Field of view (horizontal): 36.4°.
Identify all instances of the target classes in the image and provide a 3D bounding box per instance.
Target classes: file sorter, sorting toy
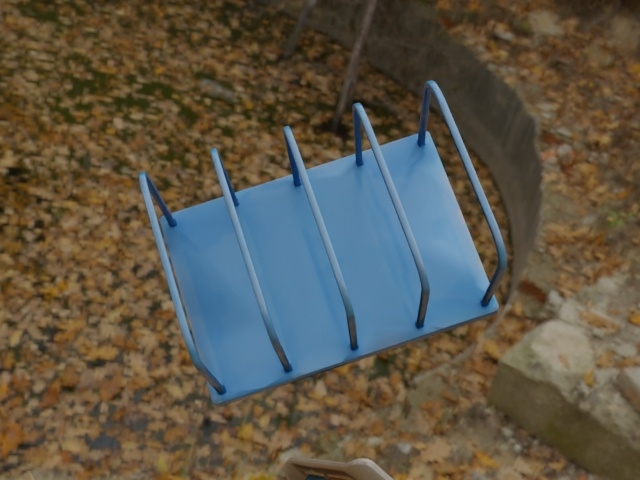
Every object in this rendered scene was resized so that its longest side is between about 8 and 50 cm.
[{"bbox_3d":[0.000,0.000,0.526,0.170,0.104,0.118,-18,71,-2],"label":"file sorter"},{"bbox_3d":[0.060,0.322,1.127,0.193,0.208,0.038,43,63,-10],"label":"sorting toy"}]

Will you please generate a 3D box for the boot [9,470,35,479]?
[{"bbox_3d":[-0.293,0.208,0.577,0.270,0.236,0.089,-23,2,-17],"label":"boot"}]
